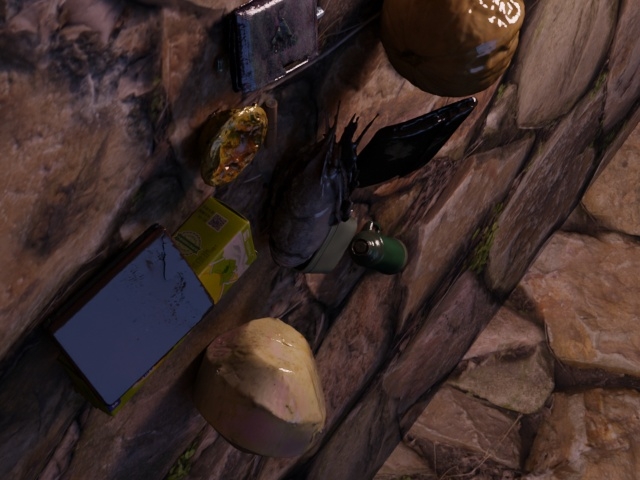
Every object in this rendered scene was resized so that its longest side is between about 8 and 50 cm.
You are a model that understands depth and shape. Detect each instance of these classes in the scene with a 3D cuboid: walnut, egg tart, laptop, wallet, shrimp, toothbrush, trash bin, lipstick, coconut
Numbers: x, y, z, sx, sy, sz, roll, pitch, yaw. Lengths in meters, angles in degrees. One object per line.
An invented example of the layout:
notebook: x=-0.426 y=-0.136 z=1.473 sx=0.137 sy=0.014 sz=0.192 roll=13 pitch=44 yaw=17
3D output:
walnut: x=0.198 y=-0.325 z=1.987 sx=0.228 sy=0.228 sz=0.228 roll=-47 pitch=159 yaw=-24
egg tart: x=-0.121 y=-0.133 z=1.780 sx=0.130 sy=0.052 sz=0.130 roll=-45 pitch=158 yaw=-24
laptop: x=-0.248 y=0.098 z=1.762 sx=0.207 sy=0.026 sz=0.154 roll=-44 pitch=121 yaw=-21
wallet: x=-0.060 y=-0.264 z=1.719 sx=0.166 sy=0.030 sz=0.111 roll=-34 pitch=130 yaw=-46
shrimp: x=0.002 y=-0.088 z=2.052 sx=0.145 sy=0.116 sz=0.343 roll=-37 pitch=160 yaw=-44
toothbrush: x=-0.065 y=-0.265 z=1.755 sx=0.219 sy=0.016 sz=0.019 roll=-35 pitch=144 yaw=-42
trash bin: x=0.000 y=0.000 z=2.272 sx=0.116 sy=0.059 sz=0.130 roll=-58 pitch=162 yaw=9
lipstick: x=-0.071 y=-0.163 z=1.900 sx=0.019 sy=0.019 sz=0.094 roll=-45 pitch=158 yaw=-27
coconut: x=-0.100 y=0.257 z=2.215 sx=0.197 sy=0.237 sz=0.237 roll=-19 pitch=139 yaw=-52
wallet: x=0.135 y=-0.145 z=2.127 sx=0.170 sy=0.044 sz=0.321 roll=-18 pitch=173 yaw=-13

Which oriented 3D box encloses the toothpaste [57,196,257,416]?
toothpaste: x=-0.219 y=0.089 z=1.870 sx=0.327 sy=0.077 sz=0.110 roll=-48 pitch=160 yaw=-20

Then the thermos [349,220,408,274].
thermos: x=0.108 y=0.017 z=2.532 sx=0.083 sy=0.073 sz=0.187 roll=-56 pitch=160 yaw=6
